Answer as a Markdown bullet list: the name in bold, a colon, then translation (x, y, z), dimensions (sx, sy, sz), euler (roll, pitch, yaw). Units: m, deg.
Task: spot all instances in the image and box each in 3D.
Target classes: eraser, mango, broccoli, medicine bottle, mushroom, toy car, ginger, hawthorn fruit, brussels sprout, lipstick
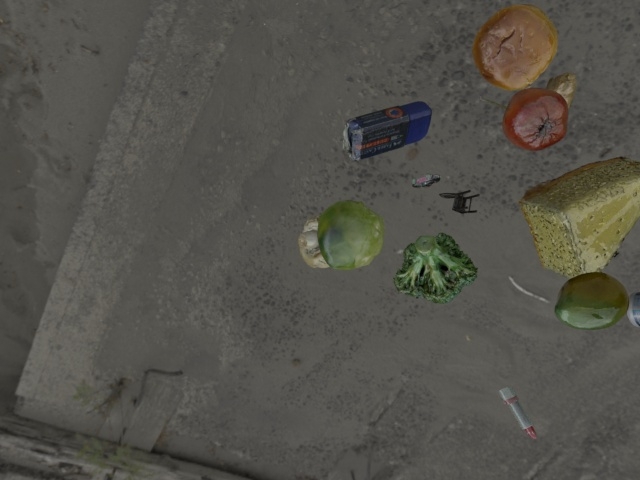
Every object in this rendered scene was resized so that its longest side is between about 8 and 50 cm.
- **eraser**: translation (0.251, -0.414, 1.523), dimensions (0.332, 0.101, 0.155), euler (-19, 144, -14)
- **mango**: translation (0.583, 0.133, 0.872), dimensions (0.195, 0.130, 0.091), euler (-14, 121, -26)
- **broccoli**: translation (0.364, 0.080, 1.338), dimensions (0.269, 0.254, 0.269), euler (-18, 135, -19)
- **medicine bottle**: translation (0.997, 0.199, 1.136), dimensions (0.107, 0.191, 0.106), euler (4, 81, -28)
- **mushroom**: translation (0.000, 0.000, 1.089), dimensions (0.123, 0.154, 0.154), euler (3, 121, -39)
- **toy car**: translation (0.487, -0.270, 1.849), dimensions (0.069, 0.142, 0.055), euler (2, 80, -36)
- **ginger**: translation (0.986, -0.594, 1.655), dimensions (0.115, 0.123, 0.193), euler (13, 92, 19)
- **hawthorn fruit**: translation (0.538, -0.343, 1.095), dimensions (0.165, 0.285, 0.165), euler (-5, 118, -10)
- **brussels sprout**: translation (0.058, -0.014, 0.877), dimensions (0.149, 0.122, 0.151), euler (-40, 72, 23)
- **lipstick**: translation (0.729, 0.634, 1.475), dimensions (0.057, 0.186, 0.063), euler (-35, 148, 19)

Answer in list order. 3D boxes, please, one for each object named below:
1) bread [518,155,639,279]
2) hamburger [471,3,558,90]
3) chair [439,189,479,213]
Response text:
- **bread**: translation (0.751, -0.056, 1.096), dimensions (0.316, 0.248, 0.278), euler (-15, 102, 2)
- **hamburger**: translation (0.770, -0.761, 1.596), dimensions (0.314, 0.170, 0.290), euler (51, 135, 5)
- **chair**: translation (0.688, -0.189, 2.033), dimensions (0.084, 0.213, 0.101), euler (17, 81, -30)
